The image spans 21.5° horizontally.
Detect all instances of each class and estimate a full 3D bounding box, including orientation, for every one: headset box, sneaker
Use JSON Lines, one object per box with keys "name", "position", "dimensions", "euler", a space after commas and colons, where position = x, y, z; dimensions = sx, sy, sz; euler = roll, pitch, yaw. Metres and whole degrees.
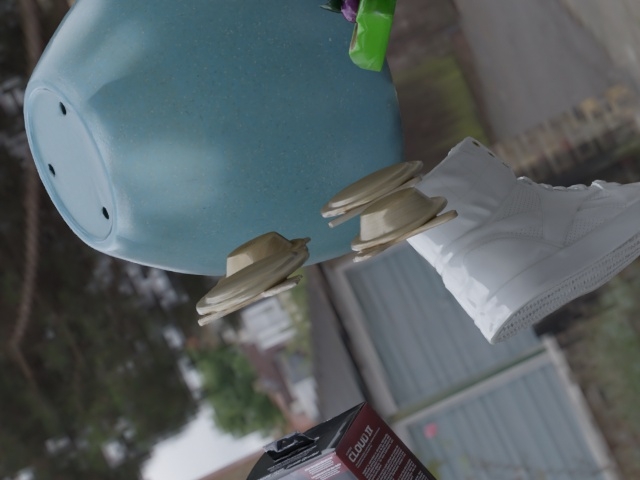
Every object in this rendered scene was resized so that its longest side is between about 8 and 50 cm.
{"name": "headset box", "position": [0.013, 0.103, 0.635], "dimensions": [0.083, 0.062, 0.032], "euler": [48, -138, -12]}
{"name": "sneaker", "position": [0.188, -0.034, 1.450], "dimensions": [0.292, 0.108, 0.169], "euler": [-22, -117, -45]}

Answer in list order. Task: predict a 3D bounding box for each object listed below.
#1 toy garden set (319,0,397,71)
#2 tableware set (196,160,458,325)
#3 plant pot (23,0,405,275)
{"name": "toy garden set", "position": [0.044, -0.257, 0.977], "dimensions": [0.204, 0.049, 0.244], "euler": [-78, 0, -45]}
{"name": "tableware set", "position": [0.000, 0.000, 0.907], "dimensions": [0.020, 0.141, 0.169], "euler": [62, -177, -10]}
{"name": "plant pot", "position": [-0.103, -0.091, 1.253], "dimensions": [0.290, 0.195, 0.290], "euler": [41, 144, 38]}
